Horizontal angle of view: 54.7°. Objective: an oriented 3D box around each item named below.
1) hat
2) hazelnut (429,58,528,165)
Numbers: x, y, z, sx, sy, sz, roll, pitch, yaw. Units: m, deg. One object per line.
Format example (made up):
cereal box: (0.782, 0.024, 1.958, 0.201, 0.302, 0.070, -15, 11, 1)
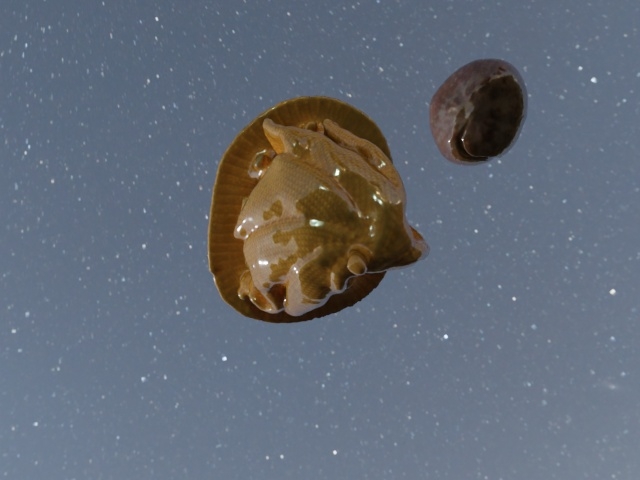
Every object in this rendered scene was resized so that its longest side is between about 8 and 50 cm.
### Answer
hat: (0.000, 0.000, 0.560, 0.244, 0.233, 0.234, -34, -74, -2)
hazelnut: (0.220, -0.180, 0.870, 0.143, 0.143, 0.154, 16, -61, -34)
